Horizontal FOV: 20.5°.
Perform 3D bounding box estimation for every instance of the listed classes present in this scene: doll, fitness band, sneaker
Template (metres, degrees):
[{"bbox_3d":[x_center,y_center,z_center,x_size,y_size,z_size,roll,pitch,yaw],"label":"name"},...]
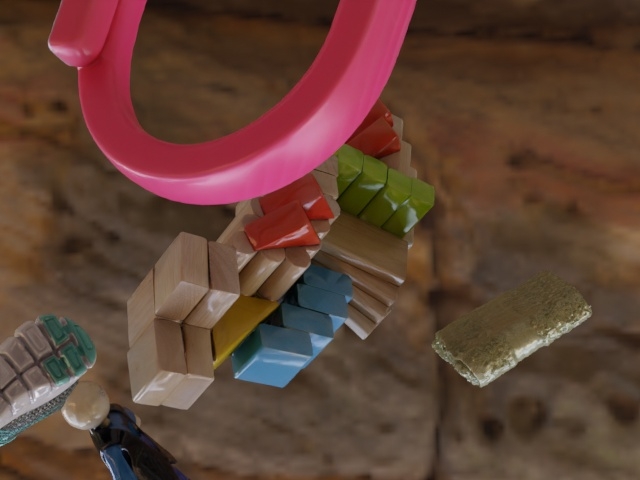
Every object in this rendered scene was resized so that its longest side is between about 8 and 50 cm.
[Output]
[{"bbox_3d":[-0.137,0.175,1.388,0.046,0.189,0.129,-37,-149,10],"label":"doll"},{"bbox_3d":[-0.040,-0.159,1.029,0.209,0.290,0.054,9,161,27],"label":"fitness band"},{"bbox_3d":[-0.216,0.111,1.114,0.166,0.065,0.076,-23,153,-33],"label":"sneaker"}]

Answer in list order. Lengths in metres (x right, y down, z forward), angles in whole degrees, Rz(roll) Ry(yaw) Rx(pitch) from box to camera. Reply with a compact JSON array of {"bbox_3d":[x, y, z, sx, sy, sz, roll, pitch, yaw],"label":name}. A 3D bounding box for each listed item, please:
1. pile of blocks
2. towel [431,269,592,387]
[{"bbox_3d":[0.000,0.000,1.258,0.112,0.149,0.362,-49,180,41],"label":"pile of blocks"},{"bbox_3d":[0.140,0.063,1.297,0.110,0.027,0.148,-31,-173,-2],"label":"towel"}]
